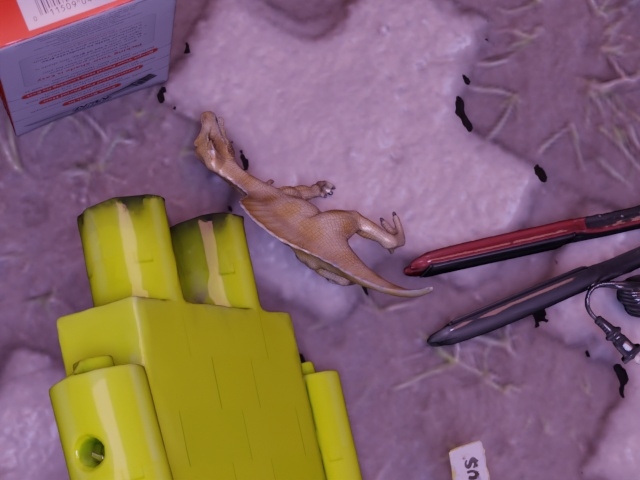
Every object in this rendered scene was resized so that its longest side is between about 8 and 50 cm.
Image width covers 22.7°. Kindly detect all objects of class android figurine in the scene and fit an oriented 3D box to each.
[{"bbox_3d":[-0.045,0.116,0.748,0.056,0.248,0.272,-18,77,21],"label":"android figurine"}]

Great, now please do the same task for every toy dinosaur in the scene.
[{"bbox_3d":[0.000,0.000,0.834,0.183,0.093,0.053,38,104,32],"label":"toy dinosaur"}]

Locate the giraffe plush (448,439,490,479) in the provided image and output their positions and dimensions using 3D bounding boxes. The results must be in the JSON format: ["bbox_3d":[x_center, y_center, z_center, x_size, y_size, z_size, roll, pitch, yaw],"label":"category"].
[{"bbox_3d":[0.135,0.207,0.744,0.181,0.170,0.210,-32,106,-14],"label":"giraffe plush"}]

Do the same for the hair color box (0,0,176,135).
[{"bbox_3d":[-0.126,-0.109,0.809,0.093,0.167,0.053,-22,83,-11],"label":"hair color box"}]

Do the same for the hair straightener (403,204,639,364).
[{"bbox_3d":[0.166,0.026,0.885,0.230,0.047,0.089,-13,80,-14],"label":"hair straightener"}]
